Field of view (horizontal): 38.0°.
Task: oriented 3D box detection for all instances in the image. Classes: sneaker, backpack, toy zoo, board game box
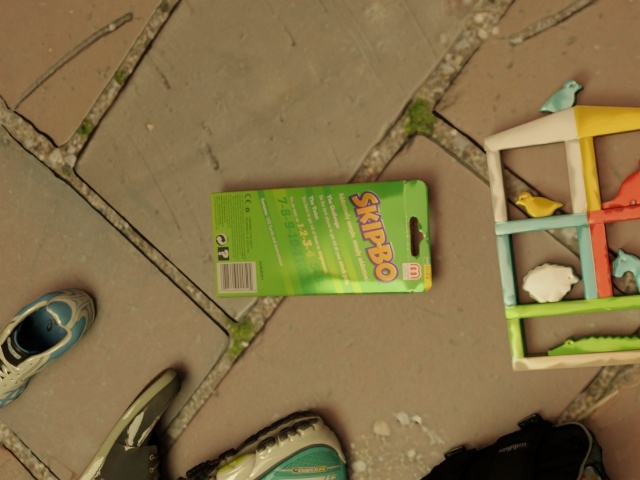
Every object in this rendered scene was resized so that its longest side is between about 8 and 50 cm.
[{"bbox_3d":[-0.207,0.267,1.123,0.118,0.083,0.222,35,96,-3],"label":"sneaker"},{"bbox_3d":[-0.097,0.299,1.040,0.275,0.107,0.110,-28,94,2],"label":"sneaker"},{"bbox_3d":[0.178,0.294,0.876,0.225,0.253,0.191,-26,83,18],"label":"backpack"},{"bbox_3d":[0.275,-0.019,0.949,0.192,0.030,0.293,-6,90,20],"label":"toy zoo"},{"bbox_3d":[-0.385,0.141,1.170,0.237,0.086,0.085,-40,80,18],"label":"sneaker"},{"bbox_3d":[0.000,0.000,1.049,0.259,0.039,0.124,-2,92,23],"label":"board game box"}]
